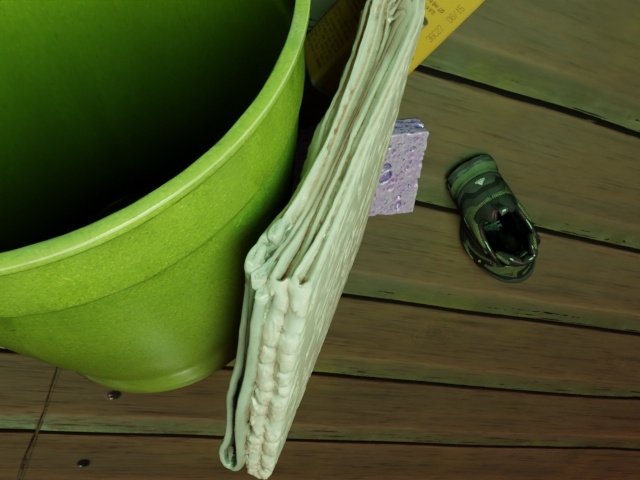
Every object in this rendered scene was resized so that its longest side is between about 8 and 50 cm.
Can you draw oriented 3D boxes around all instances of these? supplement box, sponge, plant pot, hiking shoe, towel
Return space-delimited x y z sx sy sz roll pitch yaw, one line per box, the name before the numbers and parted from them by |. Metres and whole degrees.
supplement box | 0.085 -0.223 0.706 0.078 0.080 0.233 29 117 -39
sponge | 0.009 -0.072 0.861 0.210 0.031 0.117 -7 135 -14
plant pot | -0.170 -0.047 0.621 0.366 0.367 0.353 -17 148 -4
hiking shoe | 0.220 0.004 0.955 0.086 0.114 0.227 -29 136 10
towel | 0.000 0.000 0.649 0.053 0.317 0.332 20 143 5
